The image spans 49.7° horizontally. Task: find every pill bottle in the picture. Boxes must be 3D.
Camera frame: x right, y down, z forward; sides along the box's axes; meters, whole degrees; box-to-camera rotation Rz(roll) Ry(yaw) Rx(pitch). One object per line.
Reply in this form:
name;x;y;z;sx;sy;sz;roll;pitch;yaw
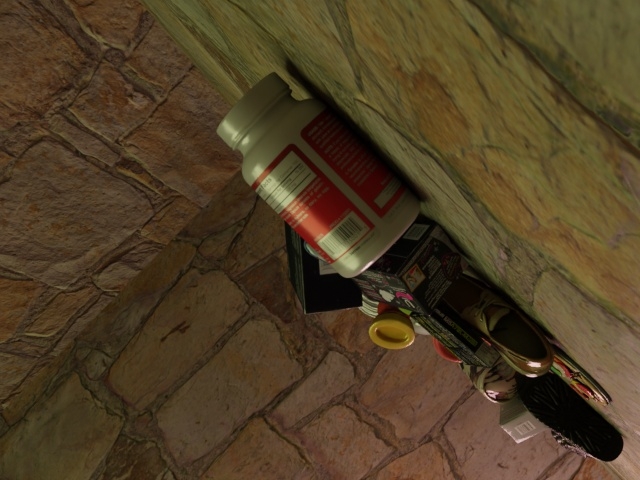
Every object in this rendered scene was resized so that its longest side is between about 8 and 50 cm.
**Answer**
pill bottle;-0.009;-0.138;1.417;0.408;0.229;0.229;45;180;-4

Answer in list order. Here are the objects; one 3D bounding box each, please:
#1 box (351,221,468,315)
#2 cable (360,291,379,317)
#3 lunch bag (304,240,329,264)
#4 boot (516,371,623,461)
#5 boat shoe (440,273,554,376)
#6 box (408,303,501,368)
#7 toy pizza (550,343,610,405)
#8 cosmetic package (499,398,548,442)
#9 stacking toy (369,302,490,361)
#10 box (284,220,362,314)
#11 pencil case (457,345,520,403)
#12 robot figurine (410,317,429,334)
box;0.188;0.054;1.593;0.142;0.163;0.247;49;161;-24
cable;0.192;0.124;2.211;0.257;0.257;0.089;30;-148;15
lunch bag;0.080;-0.007;1.856;0.219;0.176;0.090;29;-157;-11
boot;0.716;0.519;2.041;0.348;0.131;0.260;44;179;16
boat shoe;0.392;0.171;1.557;0.324;0.122;0.120;38;170;20
box;0.308;0.219;1.607;0.190;0.045;0.184;40;172;1
toy pizza;0.585;0.315;1.604;0.201;0.032;0.201;45;180;0
cosmetic package;0.663;0.529;2.256;0.107;0.127;0.238;44;-152;-14
stacking toy;0.301;0.171;1.790;0.308;0.280;0.130;14;-136;-1
box;0.000;0.000;2.073;0.312;0.178;0.343;-127;32;-70
pencil case;0.567;0.405;2.345;0.410;0.183;0.160;-121;17;-78
robot figurine;0.273;0.130;1.994;0.353;0.200;0.300;44;145;8
